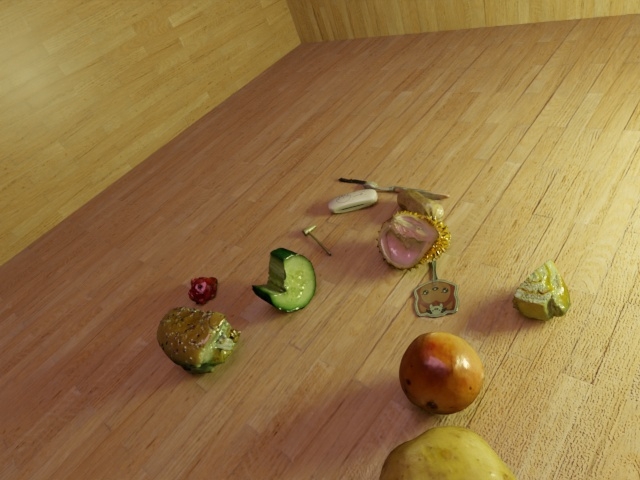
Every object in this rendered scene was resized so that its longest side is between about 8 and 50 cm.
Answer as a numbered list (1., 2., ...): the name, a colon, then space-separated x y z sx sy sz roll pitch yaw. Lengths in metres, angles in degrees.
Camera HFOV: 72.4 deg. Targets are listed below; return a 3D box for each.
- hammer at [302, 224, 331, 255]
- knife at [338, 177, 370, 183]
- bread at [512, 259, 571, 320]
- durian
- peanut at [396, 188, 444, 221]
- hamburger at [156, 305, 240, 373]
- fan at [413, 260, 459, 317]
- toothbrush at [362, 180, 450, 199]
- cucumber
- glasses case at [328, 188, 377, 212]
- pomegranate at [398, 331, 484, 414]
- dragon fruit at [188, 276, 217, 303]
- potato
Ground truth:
1. hammer: 0.000 0.000 1.631 0.060 0.028 0.195 -28 41 -15
2. knife: 0.147 -0.249 1.848 0.170 0.010 0.023 15 59 36
3. bread: 0.578 0.134 1.105 0.156 0.103 0.110 -42 36 -11
4. durian: 0.297 0.002 1.389 0.137 0.183 0.249 -8 17 -44
5. peanut: 0.343 -0.125 1.536 0.099 0.100 0.214 -30 40 -7
6. hamburger: -0.387 0.314 1.349 0.287 0.168 0.192 3 44 29
7. fan: 0.341 0.138 1.299 0.131 0.009 0.220 -8 42 19
8. toothbrush: 0.319 -0.192 1.676 0.375 0.028 0.037 16 48 39
9. cucumber: -0.107 0.128 1.413 0.130 0.191 0.191 22 57 40
10. glasses case: 0.126 -0.154 1.715 0.197 0.049 0.076 -13 40 14
11. pomegranate: 0.278 0.304 1.012 0.191 0.191 0.191 -14 39 12
12. dragon fruit: -0.440 0.173 1.622 0.112 0.068 0.126 -1 45 26
13. potato: 0.234 0.467 0.827 0.285 0.243 0.243 -25 38 10
